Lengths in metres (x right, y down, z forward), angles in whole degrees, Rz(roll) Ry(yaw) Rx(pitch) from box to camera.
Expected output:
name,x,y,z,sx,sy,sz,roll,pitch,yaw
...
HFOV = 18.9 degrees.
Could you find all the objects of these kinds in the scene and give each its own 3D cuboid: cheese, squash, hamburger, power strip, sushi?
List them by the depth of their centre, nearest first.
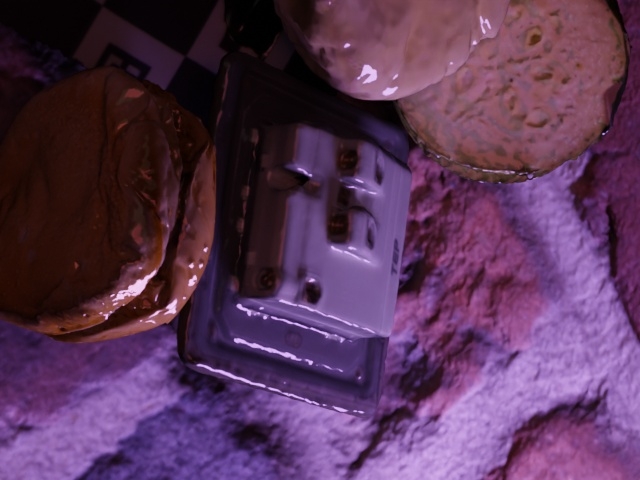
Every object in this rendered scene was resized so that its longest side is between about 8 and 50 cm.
name,x,y,z,sx,sy,sz,roll,pitch,yaw
hamburger,-0.169,-0.026,1.442,0.108,0.213,0.214,29,73,-45
cheese,0.064,-0.229,1.522,0.214,0.117,0.226,-27,125,-21
sushi,-0.113,-0.262,1.533,0.373,0.100,0.296,26,95,-34
power strip,0.002,0.000,1.540,0.251,0.092,0.257,23,70,-57
squash,0.150,-0.155,1.669,0.220,0.133,0.220,1,87,-10
